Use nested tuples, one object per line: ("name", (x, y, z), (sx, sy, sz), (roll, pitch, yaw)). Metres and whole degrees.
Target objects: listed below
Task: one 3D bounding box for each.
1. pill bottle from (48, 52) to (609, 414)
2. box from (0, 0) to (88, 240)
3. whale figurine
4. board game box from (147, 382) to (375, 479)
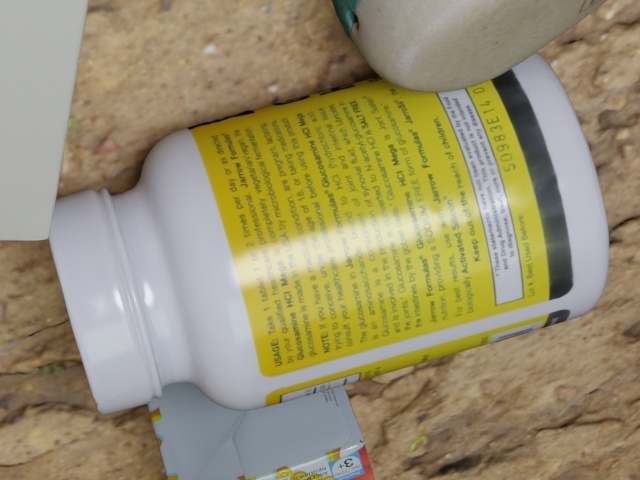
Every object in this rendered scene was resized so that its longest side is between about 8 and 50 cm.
("pill bottle", (0.000, 0.000, 1.122), (0.334, 0.188, 0.188), (-15, 135, -8))
("box", (-0.188, -0.135, 0.980), (0.094, 0.113, 0.275), (0, 130, -20))
("whale figurine", (0.125, -0.201, 1.030), (0.272, 0.141, 0.216), (-29, 165, -14))
("board game box", (-0.027, 0.209, 1.337), (0.142, 0.144, 0.275), (-19, 134, -3))
